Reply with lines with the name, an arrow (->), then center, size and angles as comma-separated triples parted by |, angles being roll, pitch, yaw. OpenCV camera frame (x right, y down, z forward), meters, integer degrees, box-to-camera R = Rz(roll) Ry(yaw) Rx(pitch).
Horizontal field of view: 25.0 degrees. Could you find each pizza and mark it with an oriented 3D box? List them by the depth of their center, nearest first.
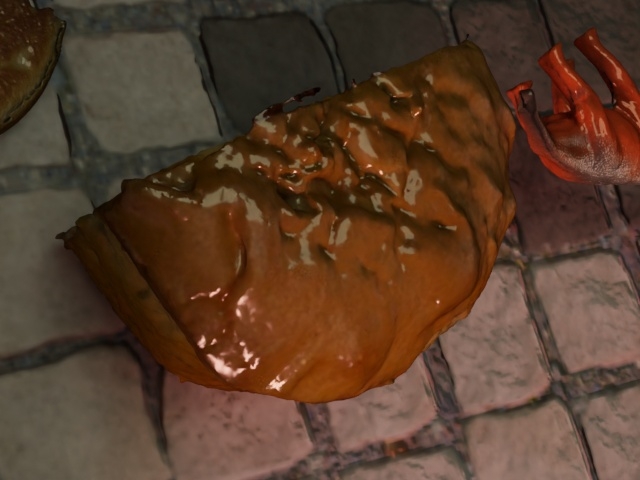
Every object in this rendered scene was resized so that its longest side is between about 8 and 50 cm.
pizza -> -0.163, -0.089, 0.693 | 0.099, 0.029, 0.100 | -19, 85, -43

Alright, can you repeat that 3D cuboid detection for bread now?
bread -> 0.000, 0.000, 0.696 | 0.229, 0.143, 0.139 | -26, 97, -32

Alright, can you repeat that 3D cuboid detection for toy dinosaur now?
toy dinosaur -> 0.157, -0.063, 0.807 | 0.279, 0.055, 0.101 | -10, 74, -57
